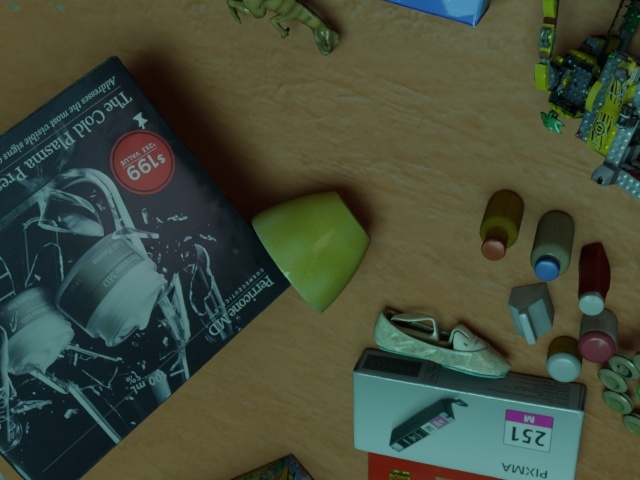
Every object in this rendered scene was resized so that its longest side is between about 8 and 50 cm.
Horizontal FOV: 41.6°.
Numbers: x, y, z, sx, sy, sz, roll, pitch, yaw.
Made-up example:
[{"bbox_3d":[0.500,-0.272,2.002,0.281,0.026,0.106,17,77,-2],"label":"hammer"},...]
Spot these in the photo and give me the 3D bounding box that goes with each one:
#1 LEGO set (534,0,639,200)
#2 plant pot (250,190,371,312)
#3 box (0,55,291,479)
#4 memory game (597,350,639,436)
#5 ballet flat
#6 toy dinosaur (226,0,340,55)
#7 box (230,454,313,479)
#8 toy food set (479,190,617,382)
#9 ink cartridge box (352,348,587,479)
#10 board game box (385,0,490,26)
[{"bbox_3d":[0.260,-0.185,0.639,0.255,0.192,0.331,53,138,34],"label":"LEGO set"},{"bbox_3d":[0.000,0.000,0.946,0.095,0.134,0.134,-36,102,5],"label":"plant pot"},{"bbox_3d":[-0.268,0.037,0.914,0.313,0.343,0.179,52,159,-13],"label":"box"},{"bbox_3d":[0.381,0.188,0.904,0.186,0.012,0.186,36,154,20],"label":"memory game"},{"bbox_3d":[0.143,0.118,0.991,0.168,0.057,0.053,11,112,15],"label":"ballet flat"},{"bbox_3d":[-0.069,-0.250,0.826,0.211,0.112,0.064,18,97,-35],"label":"toy dinosaur"},{"bbox_3d":[-0.090,0.510,1.226,0.289,0.177,0.279,-30,104,31],"label":"box"},{"bbox_3d":[0.247,0.064,0.888,0.111,0.104,0.232,-12,113,26],"label":"toy food set"},{"bbox_3d":[0.178,0.267,1.058,0.275,0.060,0.239,7,119,17],"label":"ink cartridge box"},{"bbox_3d":[0.074,-0.387,0.717,0.233,0.078,0.347,19,123,11],"label":"board game box"}]
